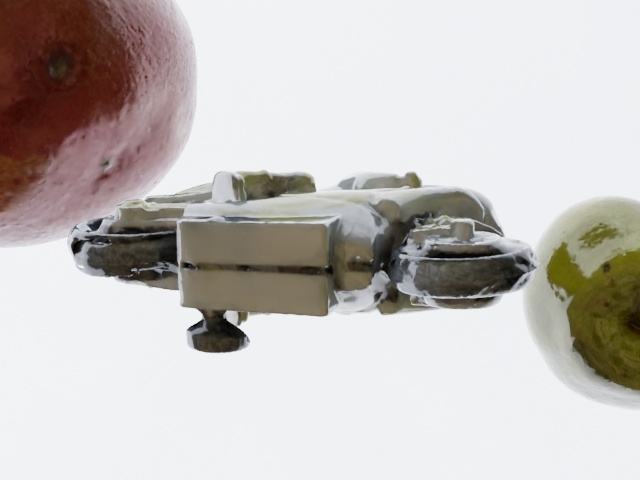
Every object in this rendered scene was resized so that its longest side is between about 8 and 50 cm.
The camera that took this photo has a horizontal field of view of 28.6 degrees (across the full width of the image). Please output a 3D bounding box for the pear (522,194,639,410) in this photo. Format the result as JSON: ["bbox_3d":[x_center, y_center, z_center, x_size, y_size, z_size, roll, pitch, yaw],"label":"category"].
[{"bbox_3d":[0.270,0.056,1.128,0.198,0.198,0.198,-2,-81,-12],"label":"pear"}]

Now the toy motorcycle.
[{"bbox_3d":[0.000,0.000,0.595,0.228,0.151,0.074,2,-78,25],"label":"toy motorcycle"}]

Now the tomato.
[{"bbox_3d":[-0.225,-0.110,1.099,0.143,0.338,0.338,38,-90,28],"label":"tomato"}]
